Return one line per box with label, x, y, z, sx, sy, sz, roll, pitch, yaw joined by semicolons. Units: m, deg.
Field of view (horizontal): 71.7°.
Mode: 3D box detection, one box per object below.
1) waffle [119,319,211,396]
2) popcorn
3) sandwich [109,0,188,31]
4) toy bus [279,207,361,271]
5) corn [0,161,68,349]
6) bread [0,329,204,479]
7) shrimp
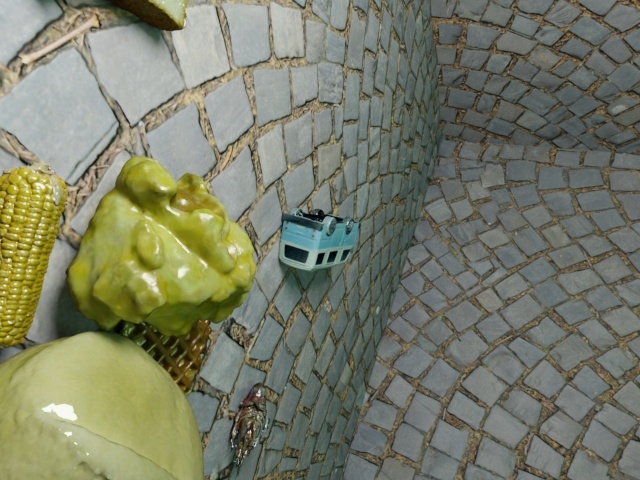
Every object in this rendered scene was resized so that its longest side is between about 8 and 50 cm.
waffle;-0.295;0.212;0.817;0.243;0.059;0.237;0;103;-63
popcorn;-0.225;0.023;0.676;0.241;0.235;0.250;-53;142;-2
sandwich;-0.268;-0.400;0.592;0.215;0.065;0.185;-11;110;-65
toy bus;0.000;0.000;1.267;0.271;0.133;0.164;-5;110;-62
corn;-0.369;0.018;0.533;0.080;0.080;0.237;22;83;-65
bread;-0.304;0.282;0.565;0.320;0.238;0.320;155;-90;-87
shrimp;-0.179;0.478;1.122;0.079;0.090;0.232;125;-20;-59
